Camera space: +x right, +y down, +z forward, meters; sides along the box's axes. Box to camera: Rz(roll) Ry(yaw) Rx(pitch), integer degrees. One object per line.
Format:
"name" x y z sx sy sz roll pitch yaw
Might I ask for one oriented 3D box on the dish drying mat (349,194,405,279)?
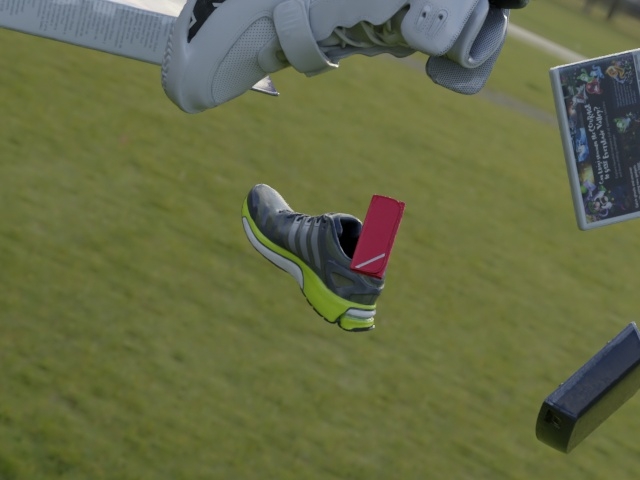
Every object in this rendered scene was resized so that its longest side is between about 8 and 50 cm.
"dish drying mat" 0.052 -0.004 1.442 0.032 0.083 0.008 15 -30 7

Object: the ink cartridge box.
"ink cartridge box" -0.211 -0.263 1.870 0.330 0.071 0.324 12 13 -10

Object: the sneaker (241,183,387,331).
"sneaker" 0.000 0.000 2.276 0.111 0.121 0.300 4 32 -48

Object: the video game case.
"video game case" 0.361 -0.122 1.828 0.173 0.190 0.022 -13 9 -9

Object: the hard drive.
"hard drive" 0.359 0.203 2.092 0.054 0.172 0.254 47 -8 17

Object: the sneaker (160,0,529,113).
"sneaker" 0.031 -0.200 1.475 0.210 0.366 0.137 54 7 24
